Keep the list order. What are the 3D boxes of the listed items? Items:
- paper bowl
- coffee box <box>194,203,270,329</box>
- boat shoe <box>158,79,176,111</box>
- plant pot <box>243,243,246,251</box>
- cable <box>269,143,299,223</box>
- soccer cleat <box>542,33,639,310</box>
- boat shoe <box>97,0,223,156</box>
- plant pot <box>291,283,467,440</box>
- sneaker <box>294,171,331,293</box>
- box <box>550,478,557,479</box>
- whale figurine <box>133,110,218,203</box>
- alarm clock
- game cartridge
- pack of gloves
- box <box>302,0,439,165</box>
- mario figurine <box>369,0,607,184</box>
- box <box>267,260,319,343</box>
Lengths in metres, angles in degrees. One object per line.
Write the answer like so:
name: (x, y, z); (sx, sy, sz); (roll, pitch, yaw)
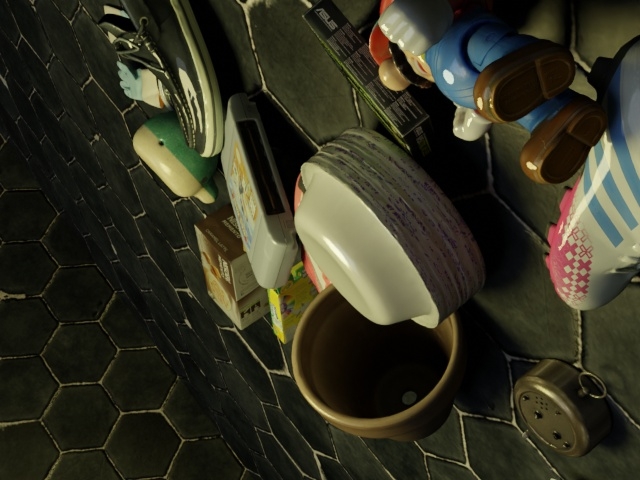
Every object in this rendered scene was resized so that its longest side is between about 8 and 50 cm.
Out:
paper bowl: (0.075, -0.001, 1.118); (0.284, 0.148, 0.284); (49, 171, 11)
coffee box: (-0.188, 0.061, 1.824); (0.141, 0.098, 0.246); (43, 152, 30)
boat shoe: (-0.297, -0.316, 1.644); (0.040, 0.049, 0.142); (26, 138, 50)
plant pot: (-0.093, -0.008, 1.592); (0.083, 0.081, 0.081); (32, 147, 23)
cable: (-0.076, -0.090, 1.494); (0.151, 0.047, 0.184); (5, 124, 61)
soccer cleat: (0.300, -0.028, 0.766); (0.143, 0.116, 0.331); (41, 150, 36)
boat shoe: (-0.294, -0.367, 1.406); (0.187, 0.156, 0.500); (43, 155, 63)
plant pot: (0.112, 0.204, 1.291); (0.263, 0.263, 0.229); (40, 168, 35)
sneaker: (0.000, 0.001, 1.379); (0.136, 0.116, 0.313); (33, 146, 49)
box: (0.423, 0.441, 1.193); (0.136, 0.037, 0.225); (9, 128, 59)
whale figurine: (-0.271, -0.171, 1.707); (0.216, 0.141, 0.272); (45, 178, 15)
alarm clock: (0.323, 0.218, 1.092); (0.129, 0.064, 0.192); (50, 152, 18)
game cartridge: (-0.110, -0.076, 1.414); (0.198, 0.062, 0.297); (116, 140, -58)
pack of gloves: (-0.378, -0.392, 1.735); (0.232, 0.046, 0.195); (25, 126, 52)
box: (0.067, -0.188, 1.007); (0.190, 0.045, 0.184); (53, -176, 12)
mario figurine: (0.124, -0.157, 0.795); (0.320, 0.170, 0.198); (-117, 20, -55)
box: (-0.049, 0.112, 1.615); (0.043, 0.105, 0.179); (41, 150, 32)
